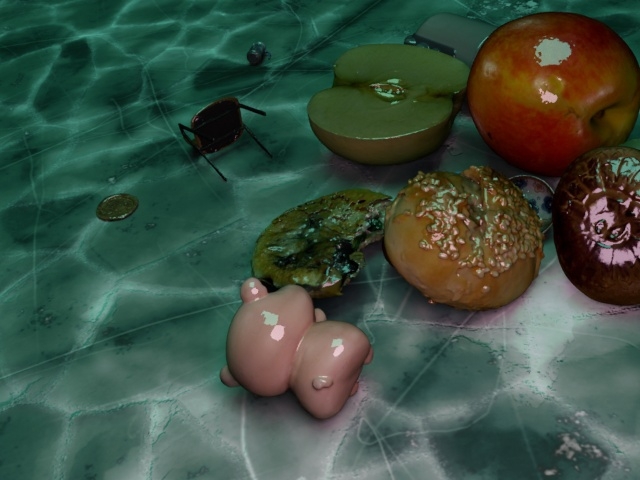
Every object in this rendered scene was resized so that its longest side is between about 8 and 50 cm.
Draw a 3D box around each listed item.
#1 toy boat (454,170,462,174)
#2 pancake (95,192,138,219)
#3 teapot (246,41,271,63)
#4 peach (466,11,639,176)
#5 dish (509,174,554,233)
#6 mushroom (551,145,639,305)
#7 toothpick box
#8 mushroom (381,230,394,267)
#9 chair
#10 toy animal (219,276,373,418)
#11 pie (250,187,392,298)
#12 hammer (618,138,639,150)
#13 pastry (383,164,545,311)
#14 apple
[{"bbox_3d":[0.281,-0.060,1.642,0.109,0.098,0.238,13,45,31],"label":"toy boat"},{"bbox_3d":[-0.512,-0.086,1.930,0.115,0.011,0.115,-5,40,4],"label":"pancake"},{"bbox_3d":[-0.197,-0.600,2.450,0.063,0.049,0.083,2,40,16],"label":"teapot"},{"bbox_3d":[0.505,-0.330,1.706,0.388,0.388,0.388,-7,39,5],"label":"peach"},{"bbox_3d":[0.436,-0.061,1.636,0.141,0.078,0.141,-5,75,21],"label":"dish"},{"bbox_3d":[0.541,-0.027,1.409,0.163,0.297,0.278,-2,-13,-43],"label":"mushroom"},{"bbox_3d":[0.367,-0.494,2.057,0.229,0.229,0.316,-31,42,-23],"label":"toothpick box"},{"bbox_3d":[0.175,-0.002,1.576,0.087,0.127,0.127,14,45,21],"label":"mushroom"},{"bbox_3d":[-0.262,-0.286,2.008,0.158,0.172,0.247,-32,50,-22],"label":"chair"},{"bbox_3d":[-0.038,0.200,1.328,0.229,0.210,0.221,8,18,-39],"label":"toy animal"},{"bbox_3d":[0.000,0.000,1.626,0.296,0.078,0.371,-3,33,28],"label":"pie"},{"bbox_3d":[0.707,-0.052,1.493,0.119,0.206,0.335,-45,60,5],"label":"hammer"},{"bbox_3d":[0.285,-0.014,1.447,0.315,0.184,0.284,10,62,-14],"label":"pastry"},{"bbox_3d":[0.170,-0.336,1.864,0.360,0.320,0.311,14,7,22],"label":"apple"}]
